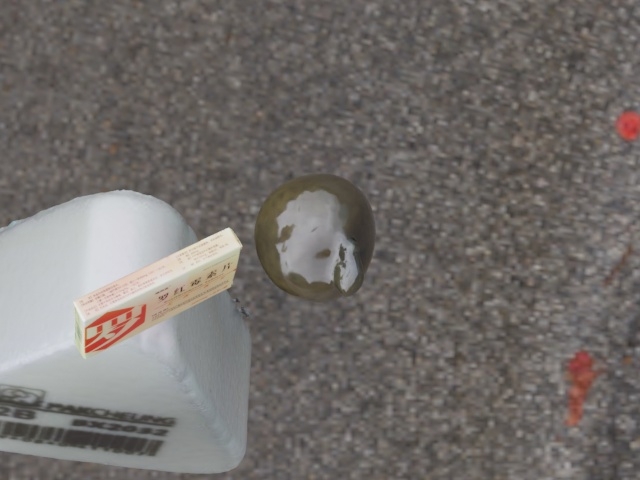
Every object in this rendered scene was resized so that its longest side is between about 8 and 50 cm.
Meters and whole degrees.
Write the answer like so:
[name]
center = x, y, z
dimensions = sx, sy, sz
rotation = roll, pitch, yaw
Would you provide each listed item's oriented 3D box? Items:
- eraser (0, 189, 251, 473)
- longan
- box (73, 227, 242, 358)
[eraser]
center = -0.233, 0.098, 1.318
dimensions = 0.331, 0.331, 0.149
rotation = -23, 53, 43
[longan]
center = 0.000, 0.000, 1.181
dimensions = 0.119, 0.106, 0.106
rotation = 45, 117, 49
[box]
center = -0.087, 0.028, 0.787
dimensions = 0.015, 0.093, 0.058
rotation = 57, 160, 17
